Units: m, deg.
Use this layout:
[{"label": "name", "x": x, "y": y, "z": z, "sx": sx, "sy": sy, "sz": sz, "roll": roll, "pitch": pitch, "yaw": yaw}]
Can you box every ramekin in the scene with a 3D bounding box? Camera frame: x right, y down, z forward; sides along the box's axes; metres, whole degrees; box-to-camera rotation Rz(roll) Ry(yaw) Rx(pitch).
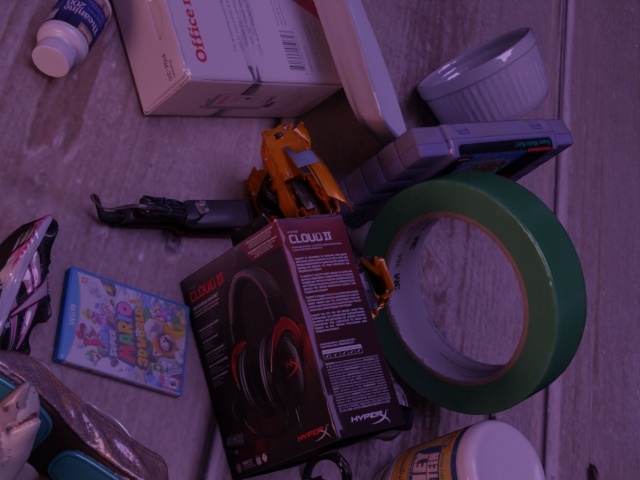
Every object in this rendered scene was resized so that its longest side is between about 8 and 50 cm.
[{"label": "ramekin", "x": 0.270, "y": -0.248, "z": 1.910, "sx": 0.207, "sy": 0.207, "sz": 0.109, "roll": -43, "pitch": 109, "yaw": -45}]

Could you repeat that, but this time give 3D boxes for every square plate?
[{"label": "square plate", "x": 0.052, "y": -0.281, "z": 1.732, "sx": 0.344, "sy": 0.049, "sz": 0.347, "roll": 34, "pitch": 37, "yaw": -74}]

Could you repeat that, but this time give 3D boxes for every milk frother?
[{"label": "milk frother", "x": 0.040, "y": 0.255, "z": 1.525, "sx": 0.134, "sy": 0.129, "sz": 0.143, "roll": 7, "pitch": 107, "yaw": -39}]

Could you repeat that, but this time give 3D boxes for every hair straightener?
[{"label": "hair straightener", "x": -0.178, "y": -0.042, "z": 1.477, "sx": 0.230, "sy": 0.089, "sz": 0.047, "roll": 8, "pitch": 65, "yaw": -39}]

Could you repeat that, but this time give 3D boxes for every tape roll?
[{"label": "tape roll", "x": 0.198, "y": 0.070, "z": 1.586, "sx": 0.077, "sy": 0.321, "sz": 0.321, "roll": -19, "pitch": 82, "yaw": -45}]

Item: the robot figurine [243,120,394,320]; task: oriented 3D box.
[{"label": "robot figurine", "x": 0.000, "y": 0.000, "z": 1.534, "sx": 0.085, "sy": 0.211, "sz": 0.291, "roll": -23, "pitch": 73, "yaw": -23}]

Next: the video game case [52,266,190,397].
[{"label": "video game case", "x": -0.232, "y": 0.109, "z": 1.402, "sx": 0.166, "sy": 0.015, "sz": 0.119, "roll": 22, "pitch": 55, "yaw": -32}]

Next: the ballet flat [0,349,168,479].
[{"label": "ballet flat", "x": -0.285, "y": 0.196, "z": 1.266, "sx": 0.316, "sy": 0.107, "sz": 0.106, "roll": 46, "pitch": 25, "yaw": -21}]

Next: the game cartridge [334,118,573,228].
[{"label": "game cartridge", "x": 0.190, "y": -0.099, "z": 1.735, "sx": 0.355, "sy": 0.230, "sz": 0.068, "roll": -9, "pitch": 75, "yaw": -43}]

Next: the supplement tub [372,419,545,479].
[{"label": "supplement tub", "x": 0.172, "y": 0.322, "z": 1.517, "sx": 0.144, "sy": 0.199, "sz": 0.144, "roll": 21, "pitch": 55, "yaw": -33}]

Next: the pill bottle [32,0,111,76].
[{"label": "pill bottle", "x": -0.315, "y": -0.263, "z": 1.487, "sx": 0.067, "sy": 0.067, "sz": 0.120, "roll": 38, "pitch": 48, "yaw": -21}]

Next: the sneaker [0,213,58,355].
[{"label": "sneaker", "x": -0.331, "y": 0.057, "z": 1.317, "sx": 0.077, "sy": 0.072, "sz": 0.178, "roll": 43, "pitch": 53, "yaw": -33}]

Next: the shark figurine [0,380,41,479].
[{"label": "shark figurine", "x": -0.384, "y": 0.253, "z": 1.156, "sx": 0.116, "sy": 0.166, "sz": 0.278, "roll": 35, "pitch": 66, "yaw": 15}]

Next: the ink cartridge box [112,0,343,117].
[{"label": "ink cartridge box", "x": -0.128, "y": -0.285, "z": 1.629, "sx": 0.283, "sy": 0.117, "sz": 0.207, "roll": -4, "pitch": 72, "yaw": -43}]

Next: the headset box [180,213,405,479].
[{"label": "headset box", "x": -0.044, "y": 0.116, "z": 1.420, "sx": 0.110, "sy": 0.218, "sz": 0.293, "roll": -4, "pitch": 72, "yaw": -41}]
